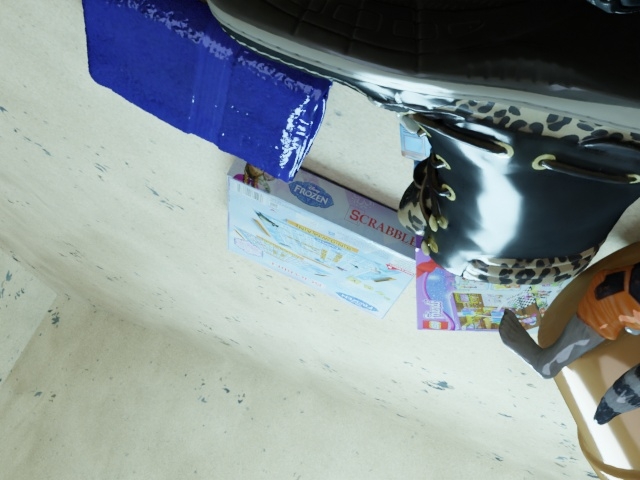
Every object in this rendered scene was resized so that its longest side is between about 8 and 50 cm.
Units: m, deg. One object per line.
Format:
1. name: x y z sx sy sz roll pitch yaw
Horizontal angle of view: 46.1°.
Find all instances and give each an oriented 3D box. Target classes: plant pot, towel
1. plant pot: 0.390 0.136 0.862 0.203 0.291 0.291 48 154 -11
2. towel: -0.138 -0.208 0.922 0.308 0.076 0.228 27 152 -1

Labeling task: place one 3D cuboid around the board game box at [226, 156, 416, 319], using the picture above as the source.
1. board game box: 0.000 0.000 1.239 0.318 0.066 0.318 25 158 2

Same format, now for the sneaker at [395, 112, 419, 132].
1. sneaker: 0.176 -0.137 0.692 0.228 0.092 0.087 6 149 39

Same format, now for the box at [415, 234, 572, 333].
1. box: 0.231 0.052 1.033 0.200 0.057 0.293 1 154 8

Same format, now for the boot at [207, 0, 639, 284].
1. boot: 0.100 -0.089 0.591 0.377 0.138 0.284 11 154 2

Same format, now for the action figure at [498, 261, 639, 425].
1. action figure: 0.365 0.043 0.596 0.341 0.179 0.330 5 162 -38

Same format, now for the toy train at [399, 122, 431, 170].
1. toy train: 0.172 -0.098 0.809 0.184 0.080 0.105 18 151 21

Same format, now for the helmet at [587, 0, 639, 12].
1. helmet: 0.172 -0.219 0.378 0.162 0.169 0.169 67 159 9
